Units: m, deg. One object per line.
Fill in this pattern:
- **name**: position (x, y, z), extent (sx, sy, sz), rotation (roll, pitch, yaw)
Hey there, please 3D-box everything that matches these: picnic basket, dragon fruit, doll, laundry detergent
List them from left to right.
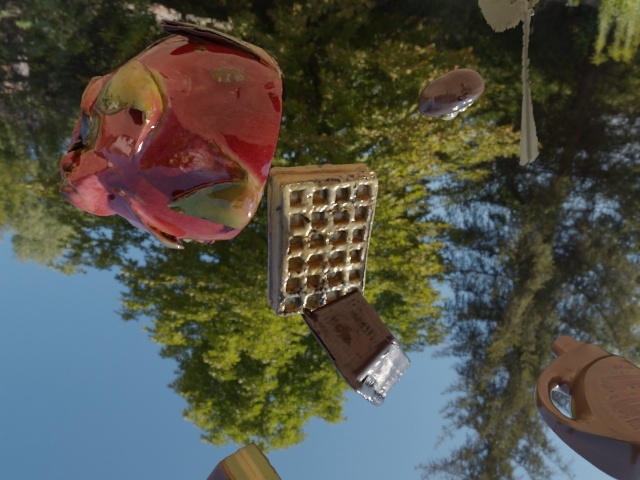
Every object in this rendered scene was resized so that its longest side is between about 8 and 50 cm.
- **dragon fruit**: position (-0.208, -0.140, 0.659), extent (0.226, 0.305, 0.305), rotation (11, -165, -28)
- **picnic basket**: position (0.093, 0.225, 1.063), extent (0.129, 0.297, 0.222), rotation (-37, -122, 0)
- **doll**: position (0.287, -0.325, 1.098), extent (0.145, 0.096, 0.188), rotation (-15, -159, 21)
- **laundry detergent**: position (0.358, 0.204, 0.651), extent (0.172, 0.076, 0.237), rotation (-2, -158, -12)

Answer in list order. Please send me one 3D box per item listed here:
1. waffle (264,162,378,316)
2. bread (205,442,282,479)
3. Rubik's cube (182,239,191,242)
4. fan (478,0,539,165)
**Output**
- **waffle**: position (0.000, 0.000, 1.221), extent (0.261, 0.375, 0.114), rotation (-9, -149, -22)
- **bread**: position (-0.131, 0.387, 0.752), extent (0.084, 0.139, 0.074), rotation (47, -152, 23)
- **Rubik's cube**: position (-0.284, -0.050, 1.073), extent (0.093, 0.111, 0.111), rotation (8, -160, 20)
- **fan**: position (0.239, -0.284, 0.569), extent (0.012, 0.414, 0.233), rotation (5, 173, -9)
